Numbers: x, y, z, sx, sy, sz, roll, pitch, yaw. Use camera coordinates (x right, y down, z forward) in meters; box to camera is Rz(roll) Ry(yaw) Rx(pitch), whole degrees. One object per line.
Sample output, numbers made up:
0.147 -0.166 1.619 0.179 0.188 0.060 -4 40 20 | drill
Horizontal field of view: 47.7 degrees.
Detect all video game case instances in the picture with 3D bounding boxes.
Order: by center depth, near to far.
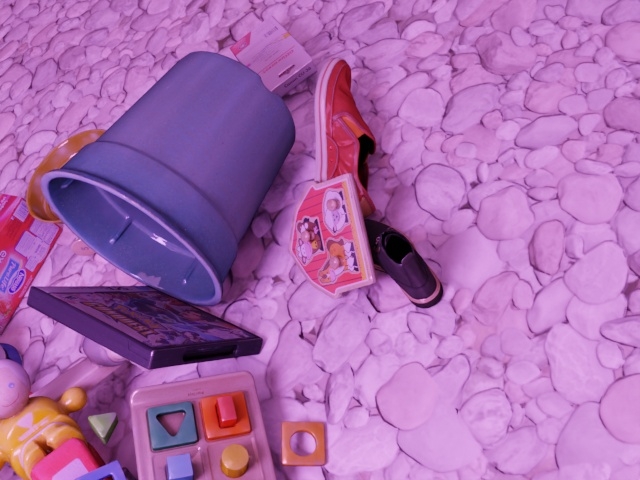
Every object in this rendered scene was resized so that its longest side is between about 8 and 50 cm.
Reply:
-0.269 0.126 1.132 0.275 0.248 0.035 19 97 31 | video game case

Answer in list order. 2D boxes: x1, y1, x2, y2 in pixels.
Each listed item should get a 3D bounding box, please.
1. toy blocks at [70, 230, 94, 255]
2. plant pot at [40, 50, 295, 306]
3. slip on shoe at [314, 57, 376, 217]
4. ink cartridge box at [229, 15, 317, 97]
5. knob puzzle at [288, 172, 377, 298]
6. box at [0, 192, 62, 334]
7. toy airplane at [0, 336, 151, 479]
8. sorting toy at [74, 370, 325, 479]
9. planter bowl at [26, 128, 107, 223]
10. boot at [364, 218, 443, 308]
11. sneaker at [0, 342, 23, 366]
-0.449 -0.055 1.463 0.123 0.054 0.148 -23 52 11 | toy blocks
-0.229 -0.119 1.241 0.341 0.341 0.334 13 58 32 | plant pot
0.047 -0.174 1.254 0.101 0.123 0.331 -7 62 13 | slip on shoe
-0.089 -0.359 1.468 0.115 0.067 0.198 -37 49 2 | ink cartridge box
0.000 0.000 1.147 0.213 0.030 0.213 14 109 50 | knob puzzle
-0.659 0.043 1.459 0.123 0.128 0.257 9 65 31 | box
-0.454 0.272 1.114 0.384 0.272 0.386 -8 39 10 | toy airplane
-0.159 0.278 0.995 0.348 0.047 0.196 -7 58 -16 | sorting toy
-0.450 -0.104 1.402 0.217 0.090 0.217 -13 55 19 | planter bowl
0.101 0.001 1.096 0.077 0.137 0.198 -44 50 -5 | boot
-0.661 0.264 1.238 0.127 0.182 0.315 10 50 17 | sneaker
